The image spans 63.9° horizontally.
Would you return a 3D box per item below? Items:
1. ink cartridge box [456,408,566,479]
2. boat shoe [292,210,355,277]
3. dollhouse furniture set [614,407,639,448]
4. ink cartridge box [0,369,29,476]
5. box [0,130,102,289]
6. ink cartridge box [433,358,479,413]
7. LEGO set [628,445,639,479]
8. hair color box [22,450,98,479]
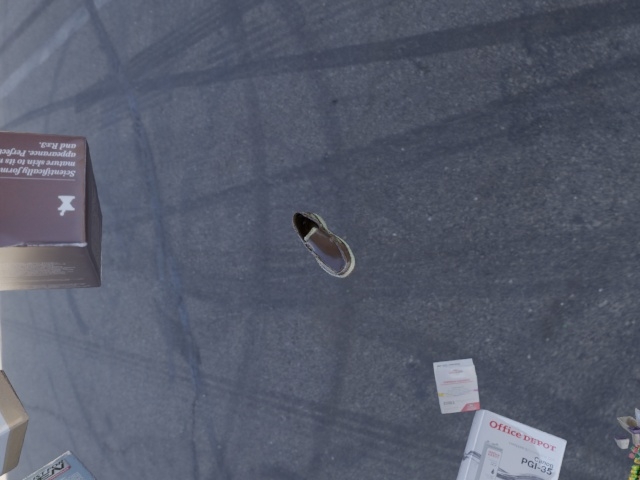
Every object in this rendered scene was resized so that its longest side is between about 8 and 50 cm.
[{"bbox_3d":[0.450,0.583,1.255,0.207,0.117,0.283,18,74,13],"label":"ink cartridge box"},{"bbox_3d":[-0.005,0.006,1.389,0.095,0.095,0.257,-53,44,10],"label":"boat shoe"},{"bbox_3d":[0.670,0.390,1.126,0.090,0.114,0.081,-8,92,4],"label":"dollhouse furniture set"},{"bbox_3d":[-0.516,0.293,0.656,0.088,0.234,0.193,50,132,14],"label":"ink cartridge box"},{"bbox_3d":[-0.412,-0.019,0.712,0.381,0.190,0.143,154,114,-67],"label":"box"},{"bbox_3d":[0.397,0.414,1.502,0.115,0.067,0.198,-9,124,10],"label":"ink cartridge box"},{"bbox_3d":[0.872,0.494,1.320,0.287,0.107,0.132,-42,25,8],"label":"LEGO set"},{"bbox_3d":[-0.349,0.506,0.808,0.374,0.113,0.186,8,118,46],"label":"hair color box"}]
